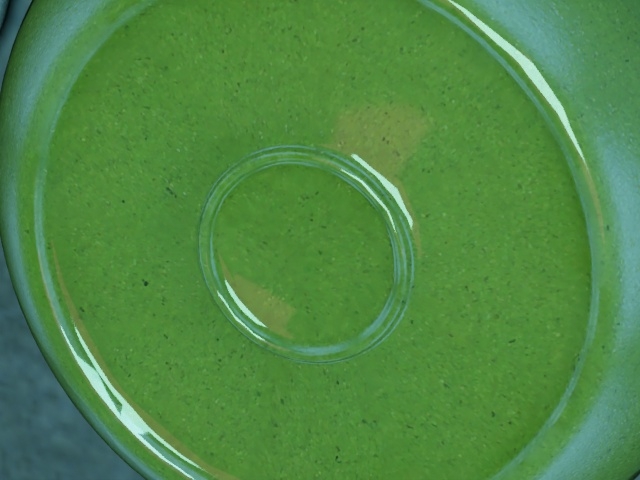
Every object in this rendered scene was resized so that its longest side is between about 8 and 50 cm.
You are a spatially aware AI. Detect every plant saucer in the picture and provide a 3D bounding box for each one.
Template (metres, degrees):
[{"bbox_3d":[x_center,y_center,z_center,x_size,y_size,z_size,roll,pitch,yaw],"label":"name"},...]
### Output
[{"bbox_3d":[0.000,0.000,0.524,0.241,0.037,0.241,7,112,18],"label":"plant saucer"}]

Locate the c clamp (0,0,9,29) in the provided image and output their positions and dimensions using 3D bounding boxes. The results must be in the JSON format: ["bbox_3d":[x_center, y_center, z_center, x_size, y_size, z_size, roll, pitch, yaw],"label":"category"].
[{"bbox_3d":[-0.150,-0.120,0.545,0.137,0.022,0.161,-38,92,27],"label":"c clamp"}]
